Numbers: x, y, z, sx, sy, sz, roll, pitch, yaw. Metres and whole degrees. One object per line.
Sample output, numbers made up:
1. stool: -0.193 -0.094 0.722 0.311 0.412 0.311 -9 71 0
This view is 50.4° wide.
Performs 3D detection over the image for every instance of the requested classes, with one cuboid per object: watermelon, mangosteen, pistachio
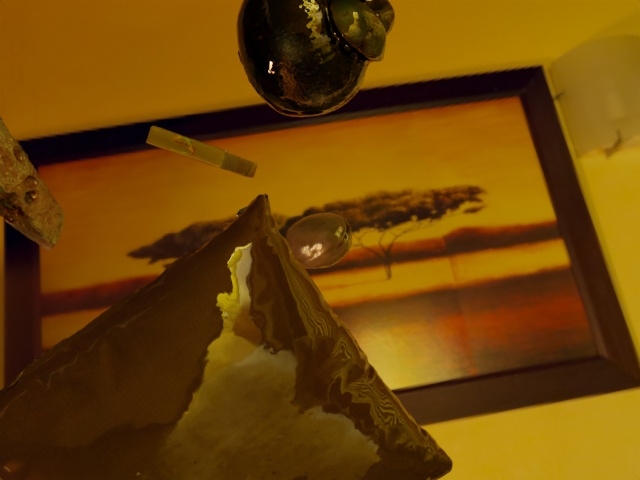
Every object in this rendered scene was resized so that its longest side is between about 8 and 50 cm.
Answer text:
1. watermelon: -0.483 -0.081 1.009 0.154 0.094 0.241 -23 -57 30
2. mangosteen: -0.008 -0.296 0.979 0.243 0.243 0.243 -9 -22 -4
3. pistachio: 0.000 0.000 1.388 0.108 0.126 0.185 34 -16 -29

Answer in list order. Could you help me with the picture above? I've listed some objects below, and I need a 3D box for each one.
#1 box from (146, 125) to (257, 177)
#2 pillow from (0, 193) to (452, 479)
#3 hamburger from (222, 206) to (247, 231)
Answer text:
1. box: -0.231 -0.177 1.388 0.153 0.041 0.279 19 3 6
2. pillow: -0.081 0.170 0.574 0.308 0.305 0.108 -38 8 -11
3. hamburger: -0.154 0.015 1.602 0.164 0.189 0.093 4 8 40
